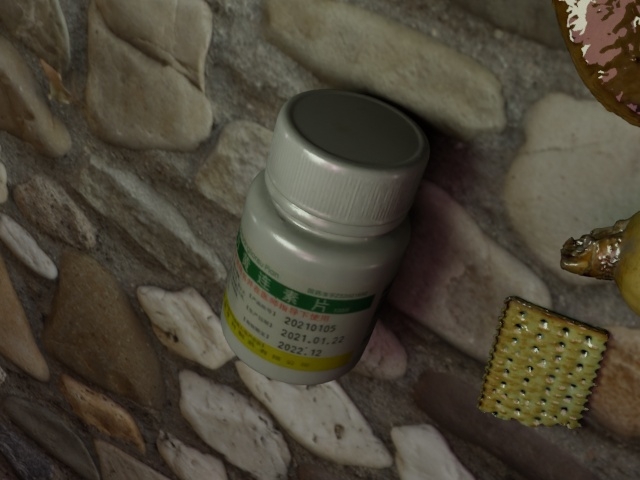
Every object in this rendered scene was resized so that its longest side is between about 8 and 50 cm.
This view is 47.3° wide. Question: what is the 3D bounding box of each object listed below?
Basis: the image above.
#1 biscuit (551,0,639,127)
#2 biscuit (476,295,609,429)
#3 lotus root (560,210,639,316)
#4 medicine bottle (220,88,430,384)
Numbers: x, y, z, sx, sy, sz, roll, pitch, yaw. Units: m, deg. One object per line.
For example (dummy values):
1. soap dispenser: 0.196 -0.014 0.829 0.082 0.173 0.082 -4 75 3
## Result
1. biscuit: 0.330 -0.223 0.593 0.296 0.075 0.295 4 113 9
2. biscuit: 0.287 0.174 0.955 0.144 0.016 0.203 20 125 24
3. lotus root: 0.402 0.028 0.685 0.343 0.169 0.151 15 118 28
4. medicine bottle: 0.000 0.000 0.917 0.208 0.208 0.339 30 130 16
